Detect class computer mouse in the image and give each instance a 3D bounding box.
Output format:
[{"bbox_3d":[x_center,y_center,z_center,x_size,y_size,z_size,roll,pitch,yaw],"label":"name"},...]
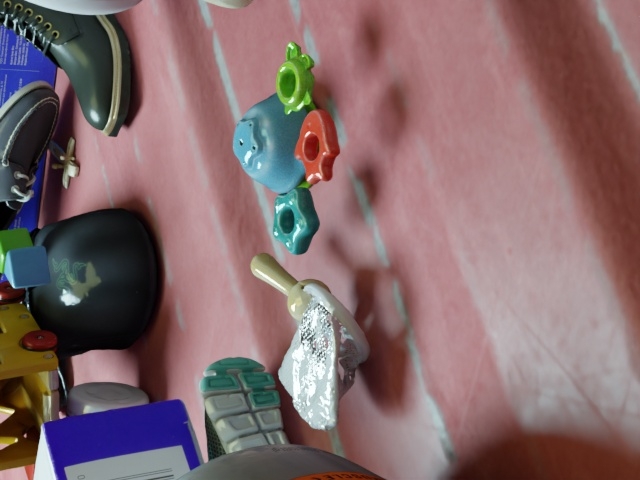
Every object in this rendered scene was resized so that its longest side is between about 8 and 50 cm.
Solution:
[{"bbox_3d":[-0.226,0.053,1.198,0.272,0.072,0.188,-27,67,56],"label":"computer mouse"}]

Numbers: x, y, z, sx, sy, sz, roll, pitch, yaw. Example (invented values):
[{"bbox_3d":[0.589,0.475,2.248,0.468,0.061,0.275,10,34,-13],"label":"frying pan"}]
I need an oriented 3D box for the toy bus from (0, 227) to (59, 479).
[{"bbox_3d":[-0.279,0.104,1.129,0.202,0.104,0.191,130,128,-58],"label":"toy bus"}]

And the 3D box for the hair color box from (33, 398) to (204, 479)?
[{"bbox_3d":[-0.146,0.284,0.985,0.339,0.110,0.185,113,142,-48],"label":"hair color box"}]

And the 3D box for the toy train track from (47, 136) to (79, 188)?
[{"bbox_3d":[-0.245,-0.078,1.284,0.083,0.014,0.048,39,122,52],"label":"toy train track"}]

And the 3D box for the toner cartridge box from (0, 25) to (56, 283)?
[{"bbox_3d":[-0.348,-0.105,1.309,0.075,0.165,0.348,36,119,54],"label":"toner cartridge box"}]

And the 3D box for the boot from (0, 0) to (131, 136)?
[{"bbox_3d":[-0.243,-0.174,1.163,0.077,0.137,0.198,-54,47,44],"label":"boot"}]

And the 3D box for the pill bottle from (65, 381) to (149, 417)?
[{"bbox_3d":[-0.177,0.181,1.123,0.067,0.067,0.120,24,110,56],"label":"pill bottle"}]

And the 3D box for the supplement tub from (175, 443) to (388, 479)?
[{"bbox_3d":[0.042,0.232,0.632,0.338,0.207,0.207,16,104,57],"label":"supplement tub"}]

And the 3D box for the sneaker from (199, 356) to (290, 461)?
[{"bbox_3d":[-0.042,0.164,0.925,0.076,0.065,0.166,110,150,-57],"label":"sneaker"}]

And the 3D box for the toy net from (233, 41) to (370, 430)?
[{"bbox_3d":[0.000,0.000,0.859,0.122,0.045,0.232,-38,60,50],"label":"toy net"}]

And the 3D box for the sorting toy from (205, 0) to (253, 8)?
[{"bbox_3d":[-0.121,-0.268,0.911,0.038,0.208,0.193,-76,3,-64],"label":"sorting toy"}]

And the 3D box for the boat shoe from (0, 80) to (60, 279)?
[{"bbox_3d":[-0.283,-0.046,1.269,0.065,0.075,0.206,35,103,25],"label":"boat shoe"}]

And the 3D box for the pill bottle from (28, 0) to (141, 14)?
[{"bbox_3d":[-0.164,-0.325,1.009,0.161,0.161,0.283,58,136,41],"label":"pill bottle"}]
